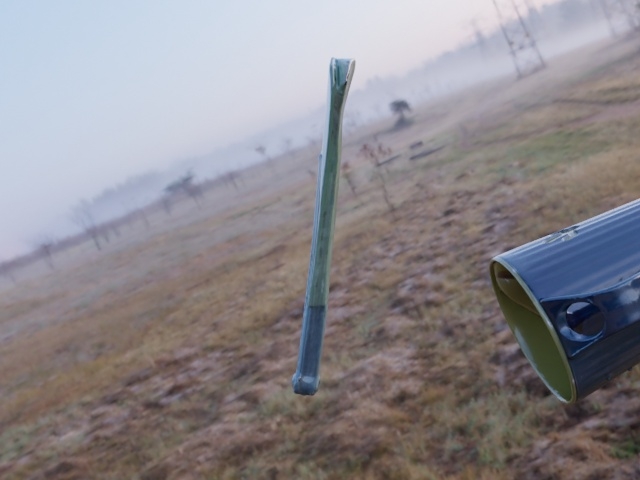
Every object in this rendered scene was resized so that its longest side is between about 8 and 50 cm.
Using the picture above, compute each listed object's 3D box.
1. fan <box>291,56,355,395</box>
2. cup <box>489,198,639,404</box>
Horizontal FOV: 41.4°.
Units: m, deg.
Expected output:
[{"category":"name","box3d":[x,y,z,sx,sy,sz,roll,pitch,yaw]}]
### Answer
[{"category":"fan","box3d":[0.000,0.000,0.449,0.016,0.193,0.038,8,22,4]},{"category":"cup","box3d":[0.236,0.037,0.662,0.155,0.131,0.176,-27,-3,-4]}]
